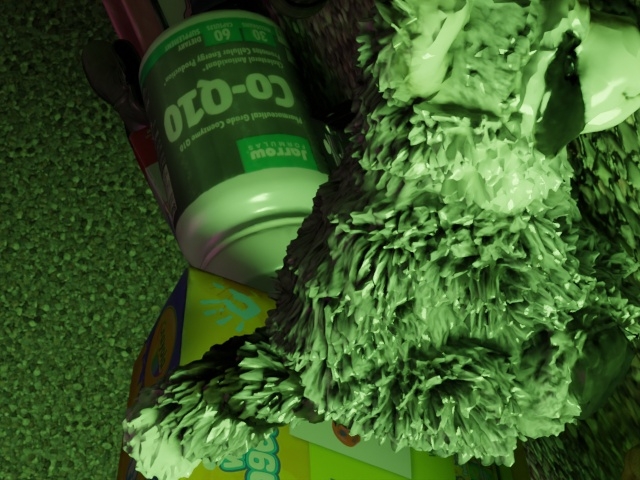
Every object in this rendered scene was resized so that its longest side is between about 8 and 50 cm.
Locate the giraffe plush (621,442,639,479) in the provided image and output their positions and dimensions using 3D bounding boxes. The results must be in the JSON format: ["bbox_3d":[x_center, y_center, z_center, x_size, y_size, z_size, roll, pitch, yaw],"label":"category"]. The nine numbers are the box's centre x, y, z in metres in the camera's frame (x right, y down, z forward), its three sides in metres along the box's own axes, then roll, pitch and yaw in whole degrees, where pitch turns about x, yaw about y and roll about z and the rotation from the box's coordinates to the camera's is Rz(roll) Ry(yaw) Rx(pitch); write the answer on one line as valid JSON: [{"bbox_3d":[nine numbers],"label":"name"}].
[{"bbox_3d":[0.221,0.252,0.766,0.181,0.170,0.210,65,170,-5],"label":"giraffe plush"}]

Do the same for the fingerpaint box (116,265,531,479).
[{"bbox_3d":[0.008,0.271,0.917,0.163,0.371,0.445,-58,21,32],"label":"fingerpaint box"}]

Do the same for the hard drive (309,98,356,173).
[{"bbox_3d":[0.102,-0.009,1.036,0.237,0.064,0.339,68,170,-19],"label":"hard drive"}]

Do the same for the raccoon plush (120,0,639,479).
[{"bbox_3d":[0.000,0.000,0.641,0.299,0.446,0.216,56,-171,-32],"label":"raccoon plush"}]

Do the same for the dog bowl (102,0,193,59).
[{"bbox_3d":[-0.264,-0.389,1.713,0.408,0.150,0.408,60,169,20],"label":"dog bowl"}]

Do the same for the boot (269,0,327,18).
[{"bbox_3d":[-0.024,-0.325,0.900,0.263,0.091,0.229,61,165,-3],"label":"boot"}]

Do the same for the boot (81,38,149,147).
[{"bbox_3d":[-0.307,-0.266,1.643,0.246,0.083,0.161,56,159,23],"label":"boot"}]

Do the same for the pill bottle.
[{"bbox_3d":[-0.088,-0.082,1.253,0.204,0.204,0.361,84,169,-62],"label":"pill bottle"}]

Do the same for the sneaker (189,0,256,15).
[{"bbox_3d":[-0.148,-0.348,1.361,0.226,0.086,0.163,63,-173,-63],"label":"sneaker"}]

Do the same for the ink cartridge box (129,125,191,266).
[{"bbox_3d":[-0.123,-0.063,1.574,0.306,0.226,0.131,61,169,23],"label":"ink cartridge box"}]
